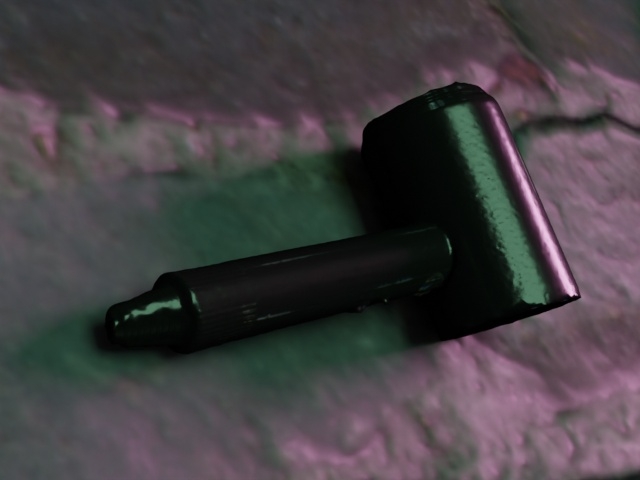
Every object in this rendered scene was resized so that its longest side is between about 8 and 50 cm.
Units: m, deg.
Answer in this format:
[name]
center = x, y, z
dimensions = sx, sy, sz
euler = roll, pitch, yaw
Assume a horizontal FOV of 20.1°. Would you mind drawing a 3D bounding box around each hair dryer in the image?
[hair dryer]
center = 0.000, 0.002, 0.786
dimensions = 0.248, 0.070, 0.114
euler = -11, 74, -39
